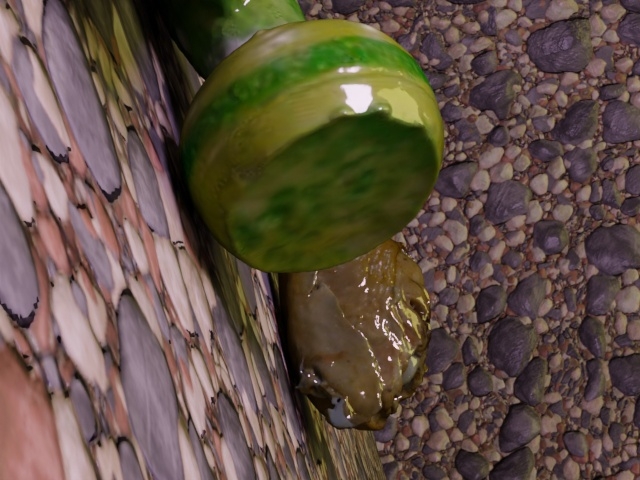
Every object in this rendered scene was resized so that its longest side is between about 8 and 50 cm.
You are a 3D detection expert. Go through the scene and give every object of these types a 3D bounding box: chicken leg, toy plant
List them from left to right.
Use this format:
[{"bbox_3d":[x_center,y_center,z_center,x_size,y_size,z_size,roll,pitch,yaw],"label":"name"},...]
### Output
[{"bbox_3d":[-0.043,-0.142,0.730,0.316,0.184,0.224,64,6,31],"label":"toy plant"},{"bbox_3d":[0.000,0.000,1.066,0.153,0.201,0.429,-43,-115,60],"label":"chicken leg"}]
